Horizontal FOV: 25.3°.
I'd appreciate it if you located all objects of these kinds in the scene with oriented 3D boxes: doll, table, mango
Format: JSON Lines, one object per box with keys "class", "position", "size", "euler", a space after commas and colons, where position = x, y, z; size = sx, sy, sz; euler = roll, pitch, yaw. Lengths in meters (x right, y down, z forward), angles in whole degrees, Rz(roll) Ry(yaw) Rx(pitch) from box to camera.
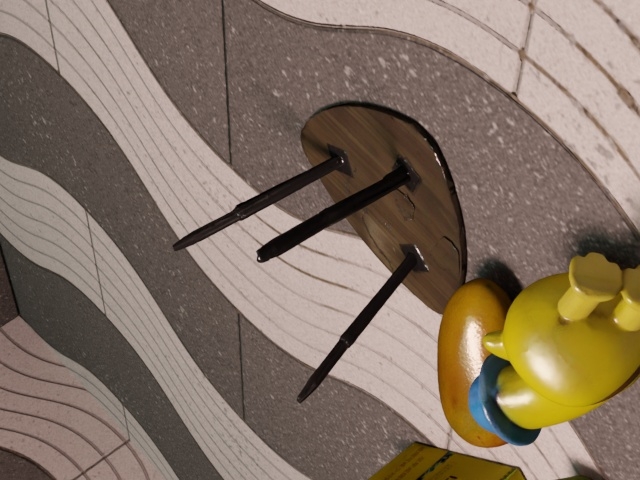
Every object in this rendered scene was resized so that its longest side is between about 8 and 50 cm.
{"class": "doll", "position": [0.267, 0.131, 1.522], "size": [0.199, 0.145, 0.363], "euler": [13, 150, -3]}
{"class": "table", "position": [0.000, 0.000, 1.738], "size": [0.317, 0.249, 0.317], "euler": [43, 154, 27]}
{"class": "mango", "position": [0.204, 0.152, 1.728], "size": [0.138, 0.113, 0.253], "euler": [38, 144, 43]}

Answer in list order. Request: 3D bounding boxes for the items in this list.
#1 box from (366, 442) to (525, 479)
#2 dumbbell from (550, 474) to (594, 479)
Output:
{"class": "box", "position": [0.158, 0.363, 2.036], "size": [0.279, 0.153, 0.041], "euler": [2, 124, 62]}
{"class": "dumbbell", "position": [0.376, 0.373, 1.689], "size": [0.302, 0.121, 0.108], "euler": [17, 108, 54]}
